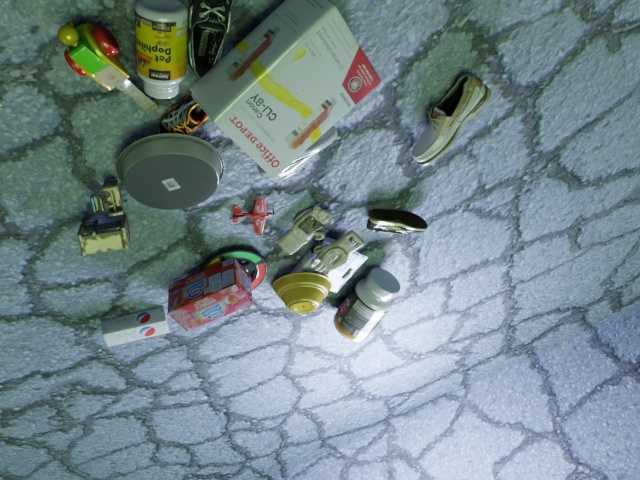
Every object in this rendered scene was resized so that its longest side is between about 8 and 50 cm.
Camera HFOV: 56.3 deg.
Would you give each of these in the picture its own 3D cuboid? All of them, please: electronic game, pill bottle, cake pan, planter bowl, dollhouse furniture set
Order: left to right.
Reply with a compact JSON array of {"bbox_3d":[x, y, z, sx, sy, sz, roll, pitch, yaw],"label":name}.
[{"bbox_3d":[-0.620,-0.073,1.689,0.129,0.129,0.184,-10,112,-12],"label":"dollhouse furniture set"},{"bbox_3d":[-0.371,-0.447,1.398,0.117,0.117,0.215,-4,134,-19],"label":"pill bottle"},{"bbox_3d":[-0.409,-0.177,1.648,0.292,0.054,0.293,-9,149,-5],"label":"cake pan"},{"bbox_3d":[-0.294,0.111,2.038,0.229,0.048,0.229,-11,136,-11],"label":"electronic game"},{"bbox_3d":[-0.064,0.202,2.145,0.216,0.091,0.217,-2,149,-1],"label":"planter bowl"},{"bbox_3d":[0.178,0.246,2.284,0.162,0.162,0.279,11,127,-31],"label":"pill bottle"}]

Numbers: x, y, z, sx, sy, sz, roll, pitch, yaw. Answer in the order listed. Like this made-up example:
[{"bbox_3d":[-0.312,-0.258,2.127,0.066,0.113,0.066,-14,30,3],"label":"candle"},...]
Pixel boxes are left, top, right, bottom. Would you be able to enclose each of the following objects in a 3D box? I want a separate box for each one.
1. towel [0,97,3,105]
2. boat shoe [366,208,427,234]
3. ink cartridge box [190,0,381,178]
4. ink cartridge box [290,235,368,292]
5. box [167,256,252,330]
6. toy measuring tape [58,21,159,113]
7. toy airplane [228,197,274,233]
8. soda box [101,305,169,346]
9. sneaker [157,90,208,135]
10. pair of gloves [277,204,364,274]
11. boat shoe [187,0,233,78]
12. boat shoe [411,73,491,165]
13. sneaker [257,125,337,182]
[{"bbox_3d":[-0.903,-0.272,1.407,0.187,0.049,0.282,26,119,-40],"label":"towel"},{"bbox_3d":[0.262,-0.056,2.082,0.223,0.080,0.073,7,135,-21],"label":"boat shoe"},{"bbox_3d":[-0.081,-0.382,1.488,0.384,0.160,0.279,-41,142,5],"label":"ink cartridge box"},{"bbox_3d":[0.033,0.088,2.150,0.208,0.045,0.206,20,123,-34],"label":"ink cartridge box"},{"bbox_3d":[-0.362,0.177,1.964,0.256,0.128,0.123,-23,134,11],"label":"box"},{"bbox_3d":[-0.499,-0.417,1.415,0.121,0.122,0.330,-31,159,9],"label":"toy measuring tape"},{"bbox_3d":[-0.218,-0.079,1.894,0.151,0.028,0.151,-11,135,-12],"label":"toy airplane"},{"bbox_3d":[-0.637,0.297,2.068,0.215,0.069,0.074,-13,136,-11],"label":"soda box"},{"bbox_3d":[-0.354,-0.313,1.565,0.215,0.083,0.084,-43,135,22],"label":"sneaker"},{"bbox_3d":[0.000,0.000,2.007,0.240,0.042,0.204,36,112,-21],"label":"pair of gloves"},{"bbox_3d":[-0.256,-0.521,1.381,0.108,0.102,0.301,4,131,-25],"label":"boat shoe"},{"bbox_3d":[0.370,-0.365,1.797,0.103,0.113,0.302,27,108,-38],"label":"boat shoe"},{"bbox_3d":[-0.061,-0.259,1.749,0.258,0.094,0.091,-27,155,11],"label":"sneaker"}]
